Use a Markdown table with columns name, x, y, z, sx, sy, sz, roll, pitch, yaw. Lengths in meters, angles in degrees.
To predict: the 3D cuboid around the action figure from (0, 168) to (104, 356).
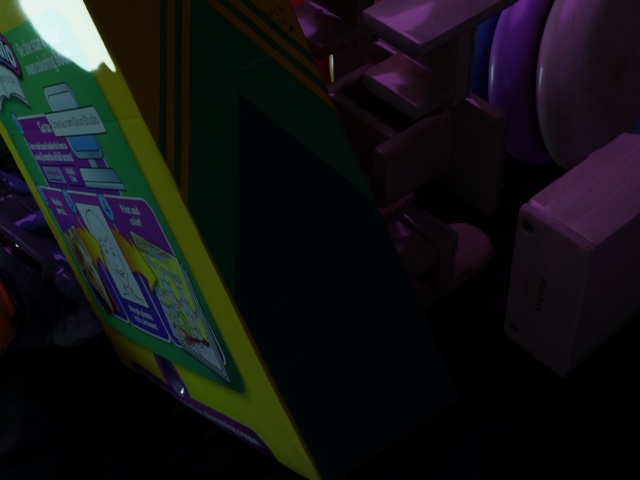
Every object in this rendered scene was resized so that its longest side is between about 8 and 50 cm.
| name | x | y | z | sx | sy | sz | roll | pitch | yaw |
| --- | --- | --- | --- | --- | --- | --- | --- | --- | --- |
| action figure | -0.328 | 0.029 | 0.911 | 0.341 | 0.178 | 0.330 | 40 | 35 | 23 |

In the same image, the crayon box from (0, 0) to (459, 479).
| name | x | y | z | sx | sy | sz | roll | pitch | yaw |
| --- | --- | --- | --- | --- | --- | --- | --- | --- | --- |
| crayon box | -0.102 | -0.043 | 0.661 | 0.106 | 0.313 | 0.363 | -30 | 17 | -22 |

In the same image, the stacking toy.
| name | x | y | z | sx | sy | sz | roll | pitch | yaw |
| --- | --- | --- | --- | --- | --- | --- | --- | --- | --- |
| stacking toy | 0.062 | -0.137 | 0.767 | 0.330 | 0.141 | 0.141 | 11 | 33 | 33 |

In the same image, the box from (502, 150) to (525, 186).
| name | x | y | z | sx | sy | sz | roll | pitch | yaw |
| --- | --- | --- | --- | --- | --- | --- | --- | --- | --- |
| box | 0.208 | -0.238 | 0.954 | 0.381 | 0.191 | 0.143 | -44 | -10 | -37 |

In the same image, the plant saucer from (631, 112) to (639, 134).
| name | x | y | z | sx | sy | sz | roll | pitch | yaw |
| --- | --- | --- | --- | --- | --- | --- | --- | --- | --- |
| plant saucer | 0.289 | -0.095 | 0.820 | 0.119 | 0.021 | 0.119 | -21 | 16 | 6 |

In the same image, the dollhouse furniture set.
| name | x | y | z | sx | sy | sz | roll | pitch | yaw |
| --- | --- | --- | --- | --- | --- | --- | --- | --- | --- |
| dollhouse furniture set | 0.107 | -0.062 | 0.607 | 0.161 | 0.212 | 0.242 | -33 | 53 | -26 |
